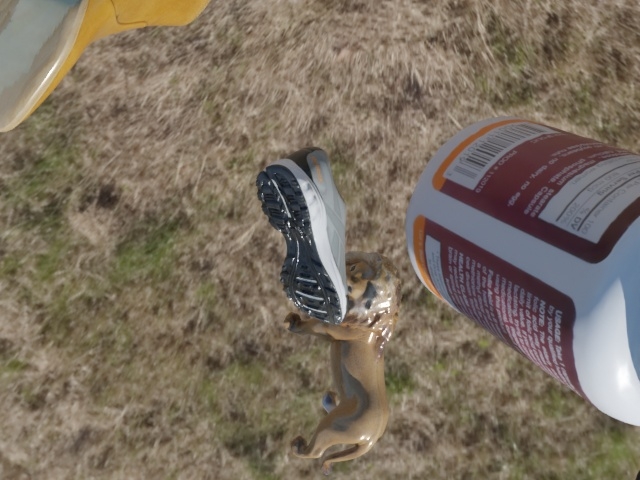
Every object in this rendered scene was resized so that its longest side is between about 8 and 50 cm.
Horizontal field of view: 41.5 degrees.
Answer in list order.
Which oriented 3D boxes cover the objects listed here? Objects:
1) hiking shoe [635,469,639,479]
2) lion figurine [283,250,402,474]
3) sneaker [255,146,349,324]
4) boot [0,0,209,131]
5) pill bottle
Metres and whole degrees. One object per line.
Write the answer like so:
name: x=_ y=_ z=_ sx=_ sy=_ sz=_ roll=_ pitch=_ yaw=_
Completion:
hiking shoe: x=0.520 y=0.266 z=1.069 sx=0.132 sy=0.113 sz=0.304 roll=29 pitch=134 yaw=-30
lion figurine: x=0.055 y=0.212 z=1.397 sx=0.240 sy=0.142 sz=0.392 roll=-5 pitch=95 yaw=49
sneaker: x=0.000 y=0.000 z=1.136 sx=0.100 sy=0.108 sz=0.271 roll=13 pitch=129 yaw=34
boot: x=-0.195 y=-0.224 z=0.816 sx=0.104 sy=0.211 sz=0.295 roll=36 pitch=104 yaw=19
pill bottle: x=0.270 y=0.030 z=0.779 sx=0.224 sy=0.392 sz=0.224 roll=-10 pitch=114 yaw=-24
